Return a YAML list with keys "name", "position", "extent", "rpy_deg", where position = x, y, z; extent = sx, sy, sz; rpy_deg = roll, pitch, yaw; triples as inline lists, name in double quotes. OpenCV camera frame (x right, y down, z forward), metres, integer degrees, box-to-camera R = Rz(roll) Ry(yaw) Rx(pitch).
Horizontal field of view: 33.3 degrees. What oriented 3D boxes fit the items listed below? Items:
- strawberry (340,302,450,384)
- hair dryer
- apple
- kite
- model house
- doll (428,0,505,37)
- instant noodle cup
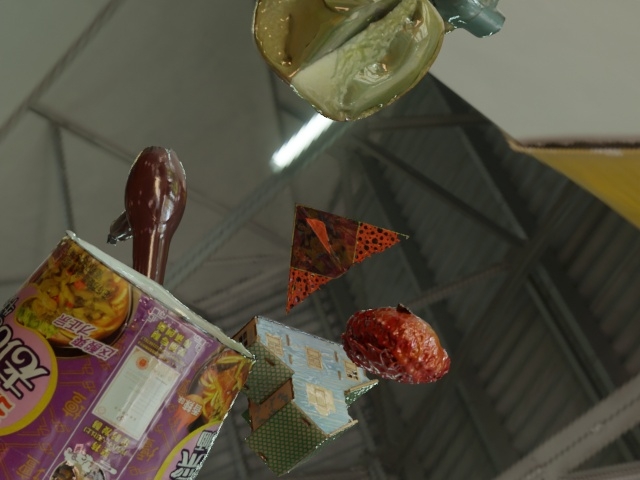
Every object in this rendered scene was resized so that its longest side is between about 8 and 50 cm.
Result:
- name: "strawberry"
  position: [0.088, 0.152, 1.429]
  extent: [0.082, 0.121, 0.188]
  rpy_deg: [-47, -161, -28]
- name: "hair dryer"
  position: [-0.381, -0.004, 2.188]
  extent: [0.340, 0.123, 0.312]
  rpy_deg: [-33, -132, 55]
- name: "apple"
  position: [0.025, -0.239, 1.172]
  extent: [0.188, 0.207, 0.174]
  rpy_deg: [-37, -153, 8]
- name: "kite"
  position: [0.000, 0.000, 1.459]
  extent: [0.222, 0.008, 0.125]
  rpy_deg: [-34, -92, 26]
- name: "model house"
  position: [-0.045, 0.269, 1.733]
  extent: [0.178, 0.271, 0.206]
  rpy_deg: [-42, -139, 29]
- name: "doll"
  position: [0.175, -0.415, 1.844]
  extent: [0.260, 0.161, 0.177]
  rpy_deg: [-12, -114, 41]
- name: "instant noodle cup"
  position: [-0.237, 0.169, 1.148]
  extent: [0.266, 0.340, 0.340]
  rpy_deg: [-55, -141, -4]
